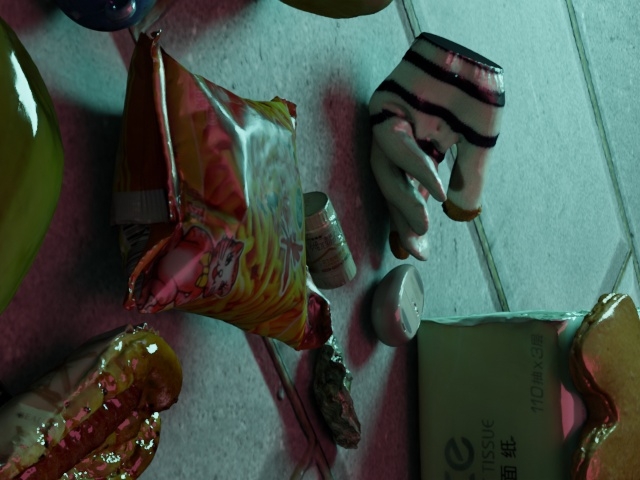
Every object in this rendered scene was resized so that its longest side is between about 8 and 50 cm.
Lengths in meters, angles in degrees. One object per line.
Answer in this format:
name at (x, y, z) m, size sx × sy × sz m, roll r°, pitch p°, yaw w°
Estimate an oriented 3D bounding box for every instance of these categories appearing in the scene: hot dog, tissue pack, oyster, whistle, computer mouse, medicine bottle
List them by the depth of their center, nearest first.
hot dog at (-0.181, 0.147, 0.965) m, size 0.252 × 0.069 × 0.131 m, roll -39°, pitch 141°, yaw -51°
whistle at (-0.160, -0.204, 1.042) m, size 0.090 × 0.090 × 0.158 m, roll 54°, pitch 5°, yaw -45°
medicine bottle at (0.000, 0.000, 1.325) m, size 0.047 × 0.047 × 0.083 m, roll -57°, pitch 136°, yaw -44°
oyster at (0.014, 0.141, 1.369) m, size 0.098 × 0.037 × 0.100 m, roll 68°, pitch 10°, yaw -63°
computer mouse at (0.075, 0.066, 1.464) m, size 0.096 × 0.039 × 0.066 m, roll -67°, pitch 143°, yaw -48°
tissue pack at (0.254, 0.276, 1.596) m, size 0.331 × 0.205 × 0.405 m, roll 1°, pitch 89°, yaw -55°

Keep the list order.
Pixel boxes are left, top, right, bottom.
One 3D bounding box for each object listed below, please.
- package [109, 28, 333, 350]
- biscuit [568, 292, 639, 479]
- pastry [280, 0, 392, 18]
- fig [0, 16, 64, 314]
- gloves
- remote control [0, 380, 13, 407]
package at (-0.083, -0.035, 1.132) m, size 0.288 × 0.108 × 0.223 m, roll 25°, pitch 62°, yaw -65°
biscuit at (0.292, 0.167, 1.446) m, size 0.186 × 0.036 × 0.192 m, roll -35°, pitch 114°, yaw -47°
pastry at (0.002, -0.254, 1.242) m, size 0.156 × 0.156 × 0.092 m, roll 32°, pitch 67°, yaw -55°
fig at (-0.251, -0.022, 0.704) m, size 0.239 × 0.239 × 0.271 m, roll 48°, pitch 46°, yaw -49°
gloves at (0.105, -0.091, 1.461) m, size 0.140 × 0.131 × 0.219 m, roll -6°, pitch 125°, yaw -62°
remote control at (-0.233, 0.097, 0.951) m, size 0.096 × 0.014 × 0.039 m, roll 63°, pitch 40°, yaw -39°
